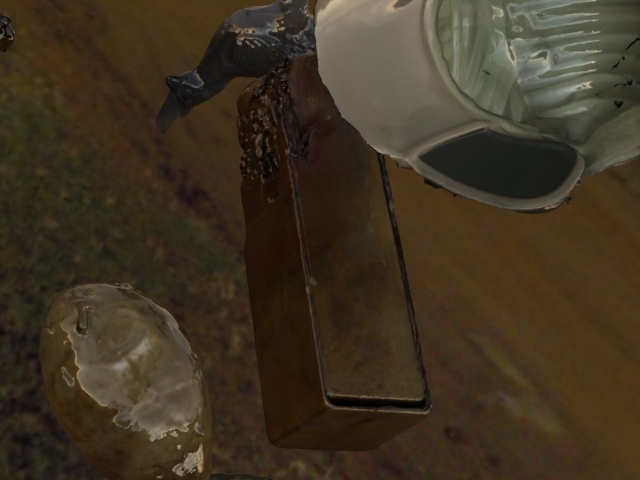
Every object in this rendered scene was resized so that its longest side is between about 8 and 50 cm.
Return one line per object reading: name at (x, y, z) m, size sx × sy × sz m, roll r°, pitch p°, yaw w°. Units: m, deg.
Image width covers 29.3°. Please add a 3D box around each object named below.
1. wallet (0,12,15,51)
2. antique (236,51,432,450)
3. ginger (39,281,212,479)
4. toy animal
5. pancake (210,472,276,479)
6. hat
wallet at (-0.388, -0.238, 1.196) m, size 0.169 × 0.044 × 0.317 m, roll 19°, pitch 8°, yaw -20°
antique at (0.000, 0.000, 0.935) m, size 0.093 × 0.087 × 0.309 m, roll 8°, pitch 59°, yaw -31°
ginger at (-0.204, 0.158, 1.280) m, size 0.244 × 0.155 × 0.304 m, roll 51°, pitch -16°, yaw -4°
toy animal at (-0.031, -0.246, 1.406) m, size 0.367 × 0.205 × 0.081 m, roll -9°, pitch 31°, yaw 5°
pancake at (-0.089, 0.327, 1.208) m, size 0.212 × 0.029 × 0.235 m, roll 27°, pitch 45°, yaw 18°
hat at (0.117, -0.139, 0.815) m, size 0.275 × 0.232 × 0.161 m, roll -15°, pitch 12°, yaw -31°
